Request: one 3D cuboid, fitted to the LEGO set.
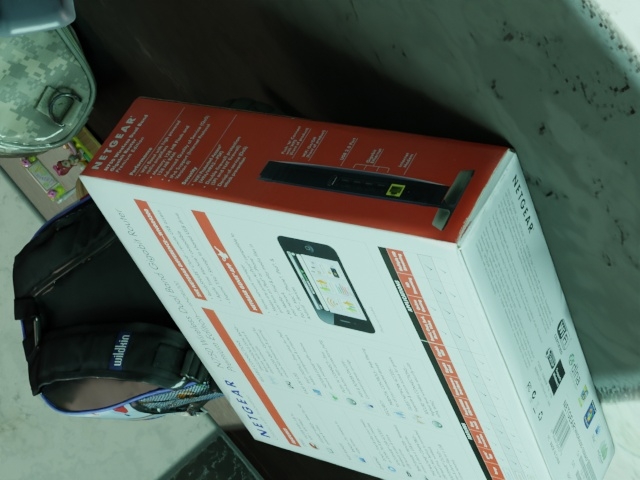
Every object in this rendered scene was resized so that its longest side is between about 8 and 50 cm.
[{"bbox_3d":[-0.383,-0.131,1.957,0.287,0.107,0.132,42,164,29],"label":"LEGO set"}]

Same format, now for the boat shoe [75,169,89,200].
[{"bbox_3d":[-0.158,-0.004,1.618,0.341,0.122,0.110,42,128,25],"label":"boat shoe"}]

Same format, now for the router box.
[{"bbox_3d":[0.028,0.056,0.984,0.301,0.082,0.335,12,146,33],"label":"router box"}]

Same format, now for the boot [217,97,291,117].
[{"bbox_3d":[0.000,0.000,1.139,0.246,0.083,0.161,41,165,17],"label":"boot"}]

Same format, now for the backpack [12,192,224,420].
[{"bbox_3d":[-0.170,0.057,1.366,0.213,0.263,0.276,27,-130,-56],"label":"backpack"}]

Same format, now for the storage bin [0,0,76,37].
[{"bbox_3d":[-0.286,-0.271,1.342,0.135,0.098,0.091,110,146,-75],"label":"storage bin"}]

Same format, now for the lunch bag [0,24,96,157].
[{"bbox_3d":[-0.390,-0.198,1.590,0.256,0.212,0.305,36,173,-15],"label":"lunch bag"}]
